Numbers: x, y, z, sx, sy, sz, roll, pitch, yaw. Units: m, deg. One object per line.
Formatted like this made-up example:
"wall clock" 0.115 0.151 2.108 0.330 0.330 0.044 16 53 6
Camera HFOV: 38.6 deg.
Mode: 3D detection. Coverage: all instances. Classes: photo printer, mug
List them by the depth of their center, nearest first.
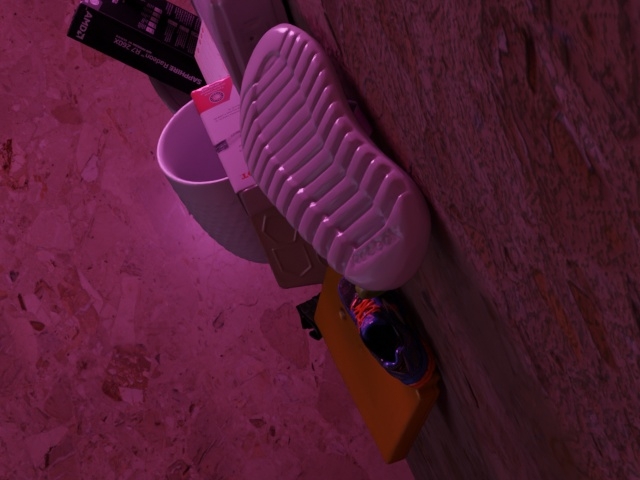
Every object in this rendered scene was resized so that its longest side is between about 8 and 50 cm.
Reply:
"photo printer" -0.134 -0.370 1.362 0.256 0.107 0.307 71 174 -55
"mug" -0.108 -0.097 1.863 0.374 0.276 0.328 24 154 35

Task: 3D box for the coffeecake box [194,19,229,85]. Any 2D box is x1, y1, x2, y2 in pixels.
"coffeecake box" -0.173 -0.367 1.735 0.142 0.068 0.185 64 152 25

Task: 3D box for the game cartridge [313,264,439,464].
"game cartridge" 0.091 0.182 1.567 0.323 0.053 0.285 61 155 29

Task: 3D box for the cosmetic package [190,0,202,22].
"cosmetic package" -0.273 -0.625 1.844 0.284 0.097 0.377 -114 2 -64

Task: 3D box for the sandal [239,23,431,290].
"sandal" 0.013 -0.090 1.044 0.102 0.169 0.416 14 -145 -39

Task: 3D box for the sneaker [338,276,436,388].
"sneaker" 0.090 0.124 1.386 0.087 0.083 0.221 27 -162 -49

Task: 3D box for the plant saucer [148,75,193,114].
"plant saucer" -0.229 -0.347 2.215 0.400 0.100 0.400 36 -156 -18

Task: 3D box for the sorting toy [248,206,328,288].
"sorting toy" -0.022 -0.003 1.719 0.208 0.193 0.038 66 -152 -29

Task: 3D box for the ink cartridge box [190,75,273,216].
"ink cartridge box" -0.103 -0.185 1.622 0.100 0.172 0.237 72 173 -63

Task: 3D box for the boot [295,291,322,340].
"boot" 0.019 0.108 1.870 0.246 0.161 0.083 -123 9 -68

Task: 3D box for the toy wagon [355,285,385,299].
"toy wagon" 0.026 -0.074 1.320 0.344 0.068 0.267 76 169 -67

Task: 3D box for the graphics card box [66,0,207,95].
"graphics card box" -0.348 -0.443 2.008 0.371 0.094 0.232 25 -149 -17
